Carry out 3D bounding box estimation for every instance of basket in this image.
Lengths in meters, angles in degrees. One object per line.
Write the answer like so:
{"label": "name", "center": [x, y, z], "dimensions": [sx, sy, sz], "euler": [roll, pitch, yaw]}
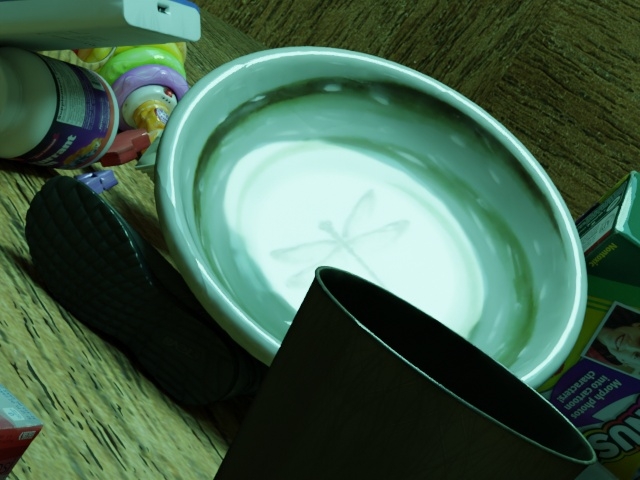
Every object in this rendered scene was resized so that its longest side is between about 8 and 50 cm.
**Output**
{"label": "basket", "center": [0.014, 0.159, 0.986], "dimensions": [0.204, 0.227, 0.154], "euler": [32, 11, -23]}

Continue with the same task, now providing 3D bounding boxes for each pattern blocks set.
{"label": "pattern blocks set", "center": [-0.094, -0.103, 1.728], "dimensions": [0.285, 0.324, 0.026], "euler": [-113, -170, -71]}

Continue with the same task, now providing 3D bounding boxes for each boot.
{"label": "boot", "center": [-0.138, 0.052, 1.431], "dimensions": [0.246, 0.083, 0.161], "euler": [46, 8, 14]}

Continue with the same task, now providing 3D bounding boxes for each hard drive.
{"label": "hard drive", "center": [-0.299, -0.207, 1.608], "dimensions": [0.318, 0.040, 0.210], "euler": [-2, 2, 15]}

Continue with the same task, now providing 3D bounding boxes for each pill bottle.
{"label": "pill bottle", "center": [-0.287, -0.130, 1.640], "dimensions": [0.108, 0.108, 0.193], "euler": [39, 11, 20]}

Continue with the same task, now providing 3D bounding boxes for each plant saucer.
{"label": "plant saucer", "center": [0.036, 0.005, 1.478], "dimensions": [0.400, 0.100, 0.400], "euler": [13, 48, -15]}

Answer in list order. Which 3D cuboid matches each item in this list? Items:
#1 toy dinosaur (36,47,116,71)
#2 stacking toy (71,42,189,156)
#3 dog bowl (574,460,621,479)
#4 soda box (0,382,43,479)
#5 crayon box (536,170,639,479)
{"label": "toy dinosaur", "center": [-0.293, -0.193, 1.890], "dimensions": [0.064, 0.112, 0.211], "euler": [40, 10, 24]}
{"label": "stacking toy", "center": [-0.226, -0.193, 2.095], "dimensions": [0.175, 0.165, 0.302], "euler": [39, 20, -43]}
{"label": "dog bowl", "center": [0.188, 0.246, 1.510], "dimensions": [0.348, 0.102, 0.349], "euler": [34, 10, -7]}
{"label": "soda box", "center": [-0.281, 0.051, 0.922], "dimensions": [0.263, 0.083, 0.092], "euler": [40, 11, 18]}
{"label": "crayon box", "center": [0.313, 0.145, 1.662], "dimensions": [0.313, 0.363, 0.106], "euler": [34, 44, -8]}
